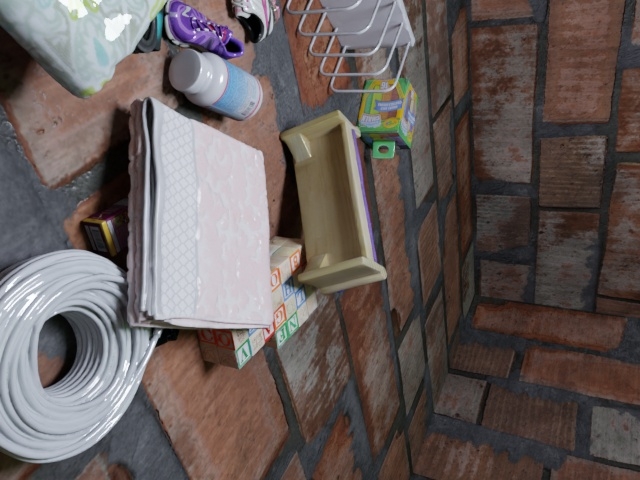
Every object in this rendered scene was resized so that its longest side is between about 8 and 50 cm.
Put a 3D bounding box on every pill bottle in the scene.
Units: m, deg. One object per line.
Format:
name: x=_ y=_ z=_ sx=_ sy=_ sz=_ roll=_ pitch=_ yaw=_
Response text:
pill bottle: x=-0.173 y=-0.260 z=0.886 sx=0.160 sy=0.087 sz=0.087 roll=5 pitch=91 yaw=-63

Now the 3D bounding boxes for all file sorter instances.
file sorter: x=0.071 y=-0.485 z=1.205 sx=0.277 sy=0.193 sz=0.172 roll=47 pitch=57 yaw=-56

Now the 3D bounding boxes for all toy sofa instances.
toy sofa: x=0.037 y=-0.075 z=1.138 sx=0.177 sy=0.150 sz=0.362 roll=29 pitch=48 yaw=-57

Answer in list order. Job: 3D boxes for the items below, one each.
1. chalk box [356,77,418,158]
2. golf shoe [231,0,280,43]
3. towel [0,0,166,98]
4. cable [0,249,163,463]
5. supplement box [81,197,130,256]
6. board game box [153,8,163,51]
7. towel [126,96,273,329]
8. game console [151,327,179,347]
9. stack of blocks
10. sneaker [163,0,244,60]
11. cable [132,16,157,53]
chalk box: x=0.191 y=-0.342 z=1.532 sx=0.132 sy=0.133 sz=0.212 roll=28 pitch=69 yaw=-62
golf shoe: x=-0.131 y=-0.446 z=0.950 sx=0.085 sy=0.068 sz=0.186 roll=-68 pitch=149 yaw=-25
towel: x=-0.253 y=-0.393 z=0.540 sx=0.320 sy=0.090 sz=0.374 roll=51 pitch=57 yaw=-49
cable: x=-0.326 y=0.138 z=0.664 sx=0.257 sy=0.089 sz=0.256 roll=50 pitch=48 yaw=-53
supplement box: x=-0.289 y=-0.021 z=0.760 sx=0.083 sy=0.043 sz=0.054 roll=-44 pitch=133 yaw=-50
board game box: x=-0.286 y=-0.347 z=0.714 sx=0.186 sy=0.026 sz=0.126 roll=0 pitch=96 yaw=-63
towel: x=-0.173 y=-0.025 z=0.843 sx=0.317 sy=0.054 sz=0.331 roll=18 pitch=67 yaw=-63
game console: x=-0.275 y=0.105 z=0.852 sx=0.107 sy=0.071 sz=0.122 roll=-97 pitch=180 yaw=-64
stack of blocks: x=-0.120 y=0.131 z=1.074 sx=0.297 sy=0.087 sz=0.171 roll=-42 pitch=132 yaw=-53
sneaker: x=-0.185 y=-0.343 z=0.863 sx=0.170 sy=0.071 sz=0.068 roll=2 pitch=94 yaw=-62
cable: x=-0.257 y=-0.399 z=0.702 sx=0.139 sy=0.072 sz=0.286 roll=-66 pitch=159 yaw=-70
